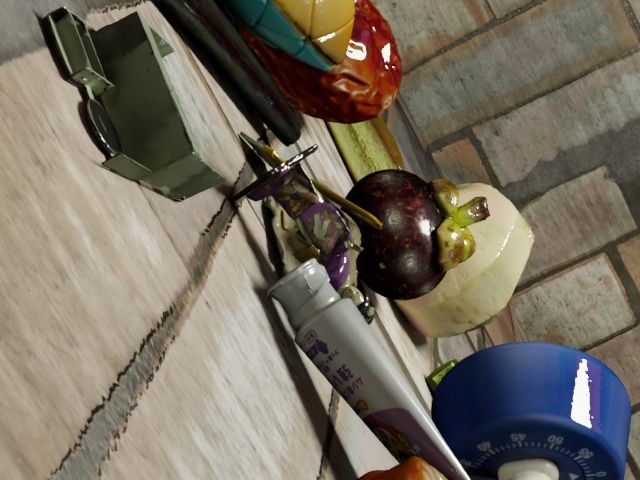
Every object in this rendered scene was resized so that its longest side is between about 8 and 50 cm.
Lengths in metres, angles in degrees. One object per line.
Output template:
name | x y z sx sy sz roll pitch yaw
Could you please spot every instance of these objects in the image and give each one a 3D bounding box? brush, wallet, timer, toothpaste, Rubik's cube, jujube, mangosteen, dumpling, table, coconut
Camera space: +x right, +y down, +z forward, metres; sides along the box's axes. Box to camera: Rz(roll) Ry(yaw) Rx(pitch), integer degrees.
brush | -0.007 -0.068 1.569 0.218 0.010 0.082 32 -8 33
wallet | -0.126 -0.262 1.659 0.318 0.045 0.172 49 14 -46
timer | 0.270 0.350 1.664 0.270 0.270 0.383 55 28 -35
toothpaste | 0.057 0.155 1.337 0.299 0.073 0.114 53 -24 9
Rubik's cube | -0.093 -0.354 1.717 0.254 0.254 0.254 59 12 -21
jujube | -0.001 -0.286 1.938 0.290 0.197 0.197 35 27 -39
mangosteen | 0.137 -0.019 1.868 0.192 0.217 0.192 -22 90 -84
dumpling | 0.005 0.001 1.568 0.332 0.086 0.166 -54 119 -81
table | -0.159 -0.124 1.159 0.146 0.062 0.175 66 9 15
coconut | 0.210 0.024 2.071 0.259 0.259 0.259 59 12 -21

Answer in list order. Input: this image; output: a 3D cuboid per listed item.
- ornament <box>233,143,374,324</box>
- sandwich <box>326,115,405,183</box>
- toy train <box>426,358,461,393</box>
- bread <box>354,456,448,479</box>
ornament | 0.006 -0.001 1.405 0.088 0.081 0.203 -30 83 -37
sandwich | 0.069 -0.185 2.266 0.244 0.090 0.088 63 15 10
toy train | 0.238 0.257 2.043 0.137 0.090 0.225 60 9 22
bread | 0.111 0.353 1.163 0.295 0.114 0.327 49 18 -47
